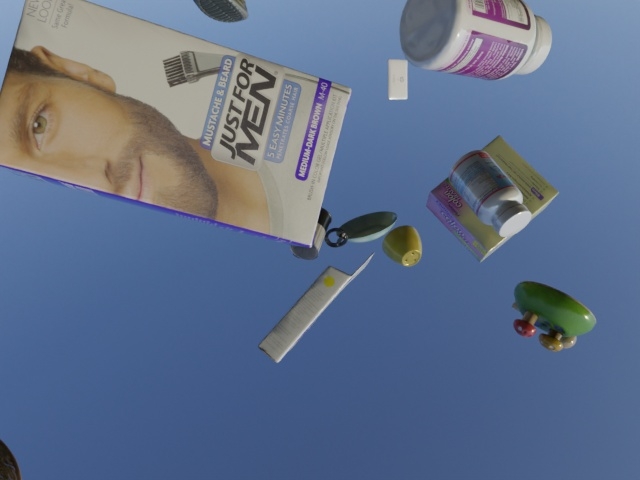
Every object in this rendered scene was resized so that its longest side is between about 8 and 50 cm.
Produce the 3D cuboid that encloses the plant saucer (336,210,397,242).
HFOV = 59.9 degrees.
[{"bbox_3d":[0.145,-0.034,1.699,0.195,0.037,0.195,-17,-161,6],"label":"plant saucer"}]

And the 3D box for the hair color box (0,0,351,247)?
[{"bbox_3d":[-0.155,-0.121,0.613,0.339,0.185,0.110,14,177,-10],"label":"hair color box"}]

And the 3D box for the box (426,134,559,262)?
[{"bbox_3d":[0.440,-0.106,1.447,0.243,0.117,0.213,-39,-106,-7],"label":"box"}]

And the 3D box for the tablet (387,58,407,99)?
[{"bbox_3d":[0.168,-0.349,1.206,0.054,0.083,0.006,-9,-166,-31],"label":"tablet"}]

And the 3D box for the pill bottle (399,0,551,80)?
[{"bbox_3d":[0.321,-0.415,1.121,0.302,0.169,0.169,-2,-147,-33],"label":"pill bottle"}]

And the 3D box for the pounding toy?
[{"bbox_3d":[0.506,0.195,1.269,0.183,0.237,0.110,30,-103,22],"label":"pounding toy"}]

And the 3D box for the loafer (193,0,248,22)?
[{"bbox_3d":[-0.227,-0.529,1.113,0.094,0.251,0.087,3,-102,29],"label":"loafer"}]

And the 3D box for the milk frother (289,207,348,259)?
[{"bbox_3d":[0.000,0.000,1.569,0.143,0.129,0.134,18,-127,4],"label":"milk frother"}]

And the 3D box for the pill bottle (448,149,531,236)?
[{"bbox_3d":[0.312,-0.086,1.022,0.087,0.087,0.160,-17,-126,-17],"label":"pill bottle"}]

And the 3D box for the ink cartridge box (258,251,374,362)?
[{"bbox_3d":[-0.009,0.140,1.290,0.072,0.303,0.307,40,-96,6],"label":"ink cartridge box"}]

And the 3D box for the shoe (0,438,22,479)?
[{"bbox_3d":[-0.413,0.253,0.642,0.219,0.076,0.058,34,-89,35],"label":"shoe"}]

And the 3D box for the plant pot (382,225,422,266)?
[{"bbox_3d":[0.284,0.032,1.855,0.134,0.134,0.095,-12,-140,-11],"label":"plant pot"}]
